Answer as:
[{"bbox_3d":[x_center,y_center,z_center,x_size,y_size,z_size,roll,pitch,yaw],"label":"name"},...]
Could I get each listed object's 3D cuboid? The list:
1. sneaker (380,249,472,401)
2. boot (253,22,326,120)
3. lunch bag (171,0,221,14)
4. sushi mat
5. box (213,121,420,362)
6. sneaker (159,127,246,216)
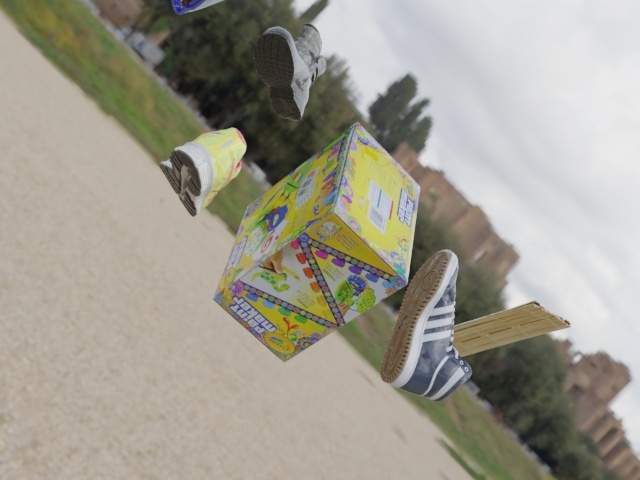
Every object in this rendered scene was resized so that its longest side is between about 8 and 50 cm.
[{"bbox_3d":[0.230,0.169,2.049,0.153,0.282,0.099,30,-15,-23],"label":"sneaker"},{"bbox_3d":[-0.053,-0.361,2.067,0.083,0.161,0.246,15,-28,16],"label":"boot"},{"bbox_3d":[-0.041,-0.532,1.561,0.385,0.328,0.239,-19,-77,45],"label":"lunch bag"},{"bbox_3d":[0.320,0.184,2.119,0.151,0.317,0.019,31,48,-44],"label":"sushi mat"},{"bbox_3d":[0.000,0.000,1.818,0.177,0.279,0.290,44,31,-20],"label":"box"},{"bbox_3d":[-0.139,-0.091,1.345,0.081,0.094,0.208,57,-16,-5],"label":"sneaker"}]
